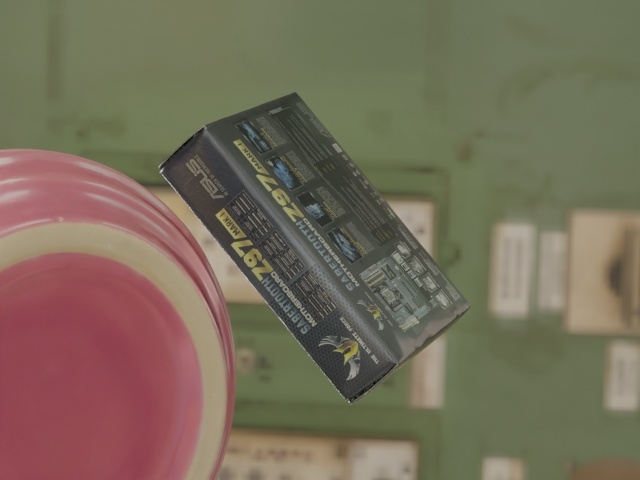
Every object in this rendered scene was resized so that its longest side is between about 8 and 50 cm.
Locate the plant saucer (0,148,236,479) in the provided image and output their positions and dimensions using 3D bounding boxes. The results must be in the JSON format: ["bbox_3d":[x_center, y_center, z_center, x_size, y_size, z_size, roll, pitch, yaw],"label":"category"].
[{"bbox_3d":[-0.186,0.107,1.310,0.084,0.332,0.332,9,99,54],"label":"plant saucer"}]

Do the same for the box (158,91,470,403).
[{"bbox_3d":[0.000,0.000,1.546,0.232,0.059,0.183,50,-156,4],"label":"box"}]
